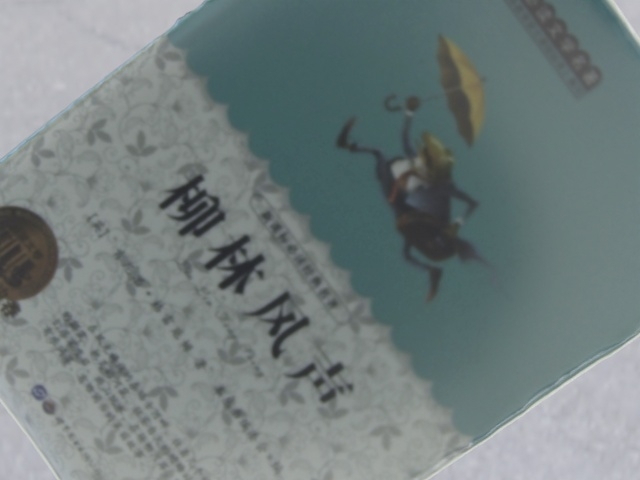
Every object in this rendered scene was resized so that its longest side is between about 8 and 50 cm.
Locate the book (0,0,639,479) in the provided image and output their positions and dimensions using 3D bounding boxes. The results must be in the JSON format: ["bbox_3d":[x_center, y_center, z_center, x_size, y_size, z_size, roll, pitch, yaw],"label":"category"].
[{"bbox_3d":[0.000,0.000,0.972,0.264,0.379,0.031,53,12,-2],"label":"book"}]
